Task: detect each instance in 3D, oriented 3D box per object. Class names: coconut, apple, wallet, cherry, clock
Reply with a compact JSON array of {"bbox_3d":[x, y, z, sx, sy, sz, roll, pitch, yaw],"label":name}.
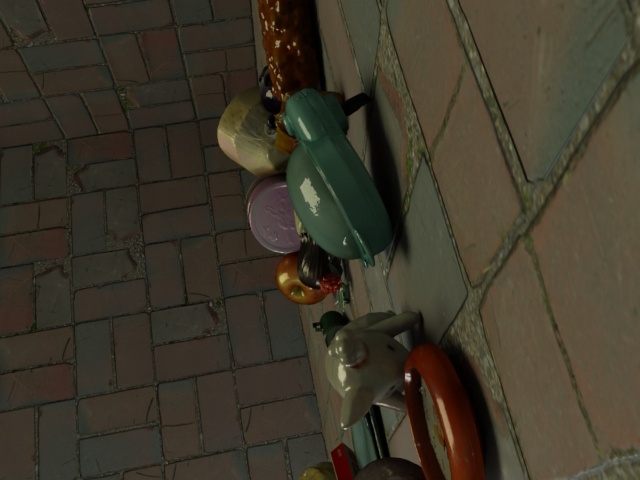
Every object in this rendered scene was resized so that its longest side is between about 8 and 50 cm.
[{"bbox_3d":[-0.172,-0.313,1.935,0.259,0.259,0.260,171,90,-84],"label":"coconut"},{"bbox_3d":[-0.046,0.102,1.926,0.139,0.163,0.164,-65,-24,-48],"label":"apple"},{"bbox_3d":[0.100,0.428,1.541,0.251,0.054,0.291,94,164,-72],"label":"wallet"},{"bbox_3d":[0.115,0.397,0.988,0.176,0.139,0.176,-7,82,62],"label":"cherry"},{"bbox_3d":[0.147,0.222,0.798,0.205,0.051,0.205,169,90,-84],"label":"clock"}]

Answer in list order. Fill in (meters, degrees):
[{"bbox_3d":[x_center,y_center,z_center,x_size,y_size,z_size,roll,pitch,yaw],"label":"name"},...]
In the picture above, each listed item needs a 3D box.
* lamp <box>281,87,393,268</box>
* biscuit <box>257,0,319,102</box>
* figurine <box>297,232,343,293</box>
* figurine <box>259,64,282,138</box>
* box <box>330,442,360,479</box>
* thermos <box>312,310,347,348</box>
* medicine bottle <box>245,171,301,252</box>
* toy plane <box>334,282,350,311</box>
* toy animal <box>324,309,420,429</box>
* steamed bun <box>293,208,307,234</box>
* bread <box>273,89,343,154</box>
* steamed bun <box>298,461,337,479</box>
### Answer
[{"bbox_3d":[0.022,-0.093,1.026,0.209,0.147,0.284,131,130,-86],"label":"lamp"},{"bbox_3d":[-0.074,-0.453,1.546,0.312,0.110,0.318,-113,15,-74],"label":"biscuit"},{"bbox_3d":[0.000,0.000,1.583,0.138,0.110,0.246,-178,87,-81],"label":"figurine"},{"bbox_3d":[-0.101,-0.373,1.788,0.145,0.145,0.223,105,167,-75],"label":"figurine"},{"bbox_3d":[0.095,0.606,1.643,0.123,0.050,0.229,46,-172,-22],"label":"box"},{"bbox_3d":[0.033,0.230,1.729,0.073,0.083,0.188,59,179,-10],"label":"thermos"},{"bbox_3d":[-0.117,-0.093,2.018,0.325,0.211,0.212,-123,24,-76],"label":"medicine bottle"},{"bbox_3d":[0.053,0.130,1.621,0.080,0.033,0.083,-105,15,-46],"label":"toy plane"},{"bbox_3d":[0.077,0.172,0.925,0.282,0.138,0.141,110,153,-85],"label":"toy animal"},{"bbox_3d":[-0.020,-0.065,1.715,0.130,0.090,0.113,-112,18,-76],"label":"steamed bun"},{"bbox_3d":[-0.030,-0.226,1.359,0.271,0.139,0.077,133,137,-80],"label":"bread"},{"bbox_3d":[0.026,0.750,1.728,0.325,0.230,0.372,57,-178,-27],"label":"steamed bun"}]
